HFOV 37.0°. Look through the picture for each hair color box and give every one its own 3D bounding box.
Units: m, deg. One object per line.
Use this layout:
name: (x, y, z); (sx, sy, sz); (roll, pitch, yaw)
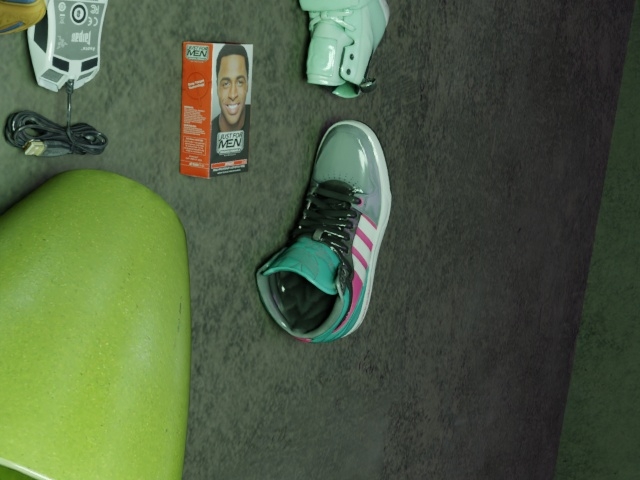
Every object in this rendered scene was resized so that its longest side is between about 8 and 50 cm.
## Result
hair color box: (-0.112, -0.142, 1.030); (0.072, 0.043, 0.141); (-17, 113, -56)

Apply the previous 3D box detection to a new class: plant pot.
plant pot: (-0.211, 0.094, 0.760); (0.274, 0.275, 0.293); (67, 29, -44)

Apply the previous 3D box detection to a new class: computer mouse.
computer mouse: (-0.225, -0.168, 0.836); (0.106, 0.042, 0.192); (-10, 114, -53)

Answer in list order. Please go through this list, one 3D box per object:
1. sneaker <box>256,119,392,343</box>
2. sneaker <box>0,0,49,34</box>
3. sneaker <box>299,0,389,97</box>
sneaker: (0.000, 0.000, 1.198); (0.178, 0.124, 0.295); (-25, 122, -65)
sneaker: (-0.286, -0.282, 0.657); (0.296, 0.112, 0.131); (59, 33, -51)
sneaker: (0.013, -0.271, 1.140); (0.256, 0.094, 0.151); (45, 55, -58)
